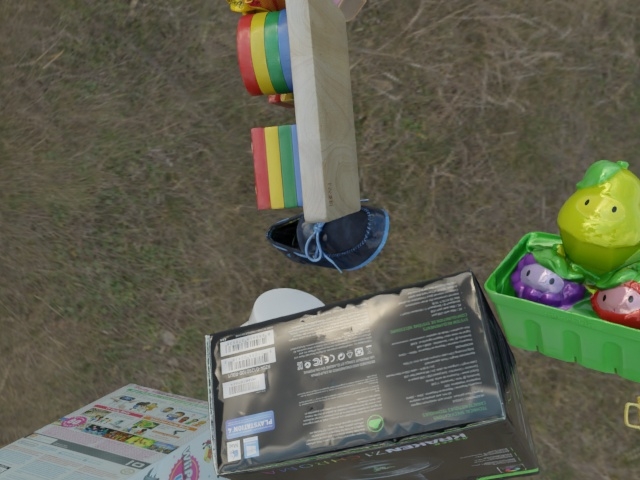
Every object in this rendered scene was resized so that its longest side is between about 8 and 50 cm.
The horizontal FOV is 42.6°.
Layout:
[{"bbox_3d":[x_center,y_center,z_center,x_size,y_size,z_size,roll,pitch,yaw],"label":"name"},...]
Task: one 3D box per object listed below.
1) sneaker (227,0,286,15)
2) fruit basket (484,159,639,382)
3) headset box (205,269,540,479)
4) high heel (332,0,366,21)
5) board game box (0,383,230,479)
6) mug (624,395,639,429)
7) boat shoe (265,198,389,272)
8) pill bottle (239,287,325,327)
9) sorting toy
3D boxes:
[{"bbox_3d":[-0.079,-0.285,0.879,0.067,0.064,0.175,-63,148,-19],"label":"sneaker"},{"bbox_3d":[0.536,0.047,1.605,0.283,0.392,0.392,-42,110,-41],"label":"fruit basket"},{"bbox_3d":[0.064,0.162,0.786,0.246,0.283,0.131,-14,63,14],"label":"headset box"},{"bbox_3d":[0.088,-0.474,1.350,0.082,0.117,0.244,23,112,-32],"label":"high heel"},{"bbox_3d":[-0.271,0.294,1.061,0.303,0.224,0.098,-22,112,-54],"label":"board game box"},{"bbox_3d":[0.540,0.289,1.341,0.062,0.078,0.064,12,82,-62],"label":"mug"},{"bbox_3d":[0.000,0.000,1.207,0.089,0.258,0.109,18,69,-28],"label":"boat shoe"},{"bbox_3d":[-0.081,0.241,1.390,0.176,0.176,0.318,-3,129,-26],"label":"pill bottle"},{"bbox_3d":[-0.023,-0.153,0.960,0.089,0.257,0.255,-4,94,11],"label":"sorting toy"}]
